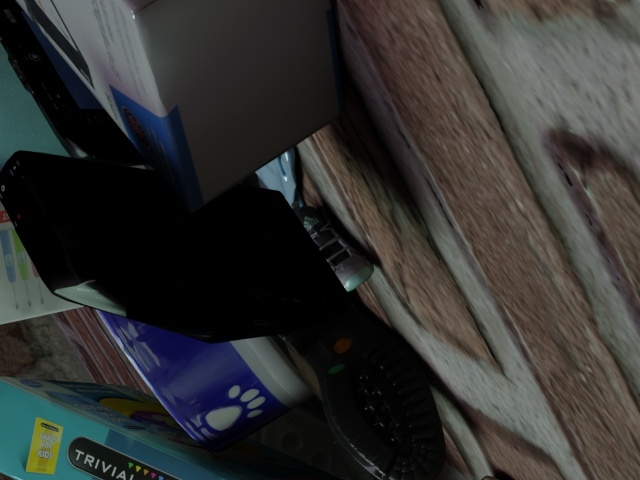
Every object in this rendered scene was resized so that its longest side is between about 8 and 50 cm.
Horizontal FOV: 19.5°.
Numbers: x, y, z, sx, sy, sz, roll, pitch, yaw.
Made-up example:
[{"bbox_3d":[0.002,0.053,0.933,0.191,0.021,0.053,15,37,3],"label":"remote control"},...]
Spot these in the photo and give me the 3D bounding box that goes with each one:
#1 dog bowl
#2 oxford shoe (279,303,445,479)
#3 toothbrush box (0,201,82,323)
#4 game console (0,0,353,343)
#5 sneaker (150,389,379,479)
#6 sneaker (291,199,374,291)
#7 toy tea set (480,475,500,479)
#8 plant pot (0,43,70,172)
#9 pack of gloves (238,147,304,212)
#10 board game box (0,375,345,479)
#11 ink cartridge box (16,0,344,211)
[{"bbox_3d":[-0.113,0.045,1.580,0.265,0.104,0.265,56,-177,-5],"label":"dog bowl"},{"bbox_3d":[0.038,0.115,1.441,0.227,0.083,0.096,56,177,42],"label":"oxford shoe"},{"bbox_3d":[-0.288,0.008,1.886,0.283,0.206,0.122,1,102,64],"label":"toothbrush box"},{"bbox_3d":[-0.137,-0.066,1.229,0.213,0.044,0.361,8,-144,-43],"label":"game console"},{"bbox_3d":[-0.024,0.229,1.867,0.323,0.130,0.236,41,178,16],"label":"sneaker"},{"bbox_3d":[0.000,0.000,1.368,0.069,0.038,0.098,60,166,-19],"label":"sneaker"},{"bbox_3d":[0.136,0.324,1.464,0.200,0.124,0.336,51,166,19],"label":"toy tea set"},{"bbox_3d":[-0.332,-0.161,1.813,0.290,0.195,0.290,52,166,18],"label":"plant pot"},{"bbox_3d":[-0.078,-0.069,1.468,0.195,0.046,0.232,49,165,30],"label":"pack of gloves"},{"bbox_3d":[-0.097,0.216,1.626,0.336,0.079,0.254,21,-179,19],"label":"board game box"},{"bbox_3d":[-0.131,-0.204,1.150,0.307,0.129,0.223,49,166,26],"label":"ink cartridge box"}]
